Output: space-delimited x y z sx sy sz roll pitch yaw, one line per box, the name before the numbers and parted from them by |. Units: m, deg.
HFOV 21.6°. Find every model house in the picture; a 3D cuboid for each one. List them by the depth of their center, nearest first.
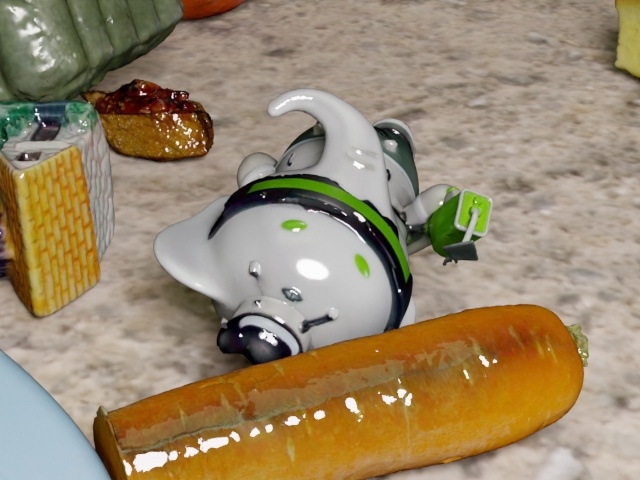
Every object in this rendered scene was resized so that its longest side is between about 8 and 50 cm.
model house | -0.170 -0.018 0.896 0.101 0.087 0.100 -1 25 7

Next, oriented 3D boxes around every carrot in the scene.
carrot | 0.016 0.073 0.732 0.225 0.067 0.067 -12 28 -19

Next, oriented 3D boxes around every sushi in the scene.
sushi | -0.105 -0.078 1.059 0.099 0.047 0.050 5 27 19

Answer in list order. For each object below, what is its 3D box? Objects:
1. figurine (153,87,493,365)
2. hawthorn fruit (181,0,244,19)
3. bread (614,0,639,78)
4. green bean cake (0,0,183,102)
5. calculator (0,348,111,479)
figurine | 0.000 0.000 0.827 0.147 0.126 0.192 22 42 3
hawthorn fruit | -0.106 -0.249 1.278 0.173 0.172 0.173 -1 26 0
bread | 0.361 -0.100 1.058 0.138 0.077 0.361 -18 31 -33
green bean cake | -0.200 -0.136 1.084 0.183 0.094 0.185 -12 16 28
calculator | -0.204 0.093 0.694 0.188 0.042 0.303 -28 45 -34
